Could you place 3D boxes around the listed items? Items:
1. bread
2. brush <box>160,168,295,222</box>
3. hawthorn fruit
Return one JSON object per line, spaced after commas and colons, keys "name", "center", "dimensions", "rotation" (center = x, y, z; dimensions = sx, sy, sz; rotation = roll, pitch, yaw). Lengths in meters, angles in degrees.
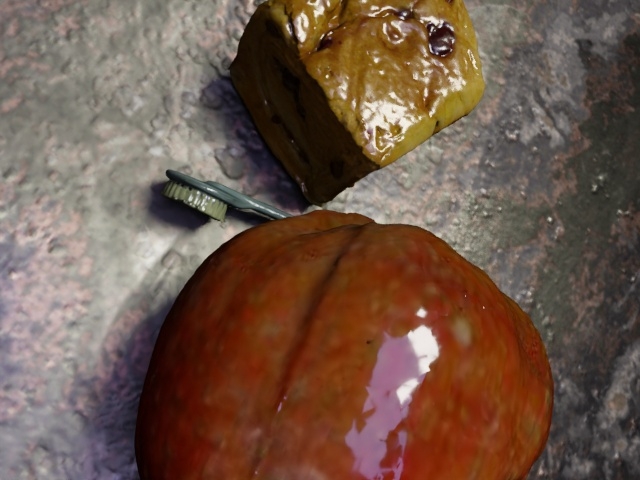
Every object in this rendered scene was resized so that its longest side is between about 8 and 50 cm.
{"name": "bread", "center": [0.028, -0.127, 0.538], "dimensions": [0.143, 0.158, 0.149], "rotation": [-32, 94, -18]}
{"name": "brush", "center": [0.000, 0.000, 0.562], "dimensions": [0.266, 0.062, 0.027], "rotation": [20, 89, -21]}
{"name": "hawthorn fruit", "center": [0.016, 0.108, 0.448], "dimensions": [0.258, 0.258, 0.262], "rotation": [22, 45, -16]}
